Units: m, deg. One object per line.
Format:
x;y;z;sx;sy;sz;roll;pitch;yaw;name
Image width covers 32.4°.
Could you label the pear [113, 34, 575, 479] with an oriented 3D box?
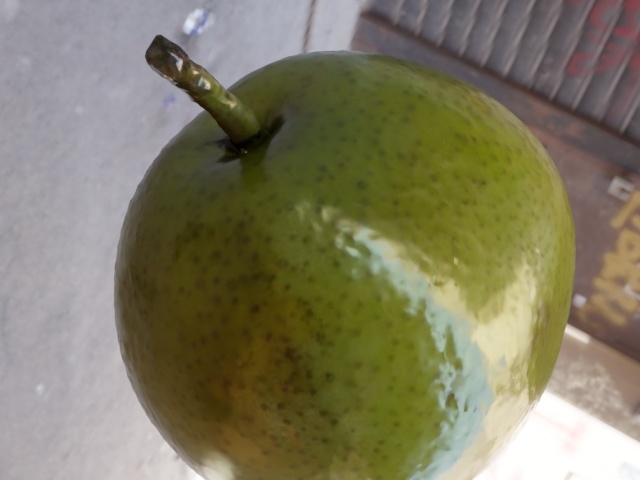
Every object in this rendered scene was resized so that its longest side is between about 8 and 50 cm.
0.000;0.000;0.407;0.180;0.166;0.216;-47;126;-22;pear
